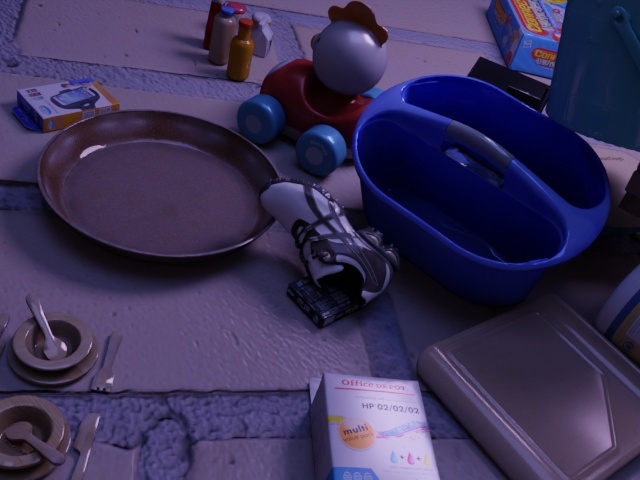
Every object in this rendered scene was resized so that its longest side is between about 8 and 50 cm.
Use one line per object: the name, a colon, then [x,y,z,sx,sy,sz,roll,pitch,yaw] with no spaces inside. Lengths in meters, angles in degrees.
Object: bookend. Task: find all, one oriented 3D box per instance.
bookend: [0.340,-0.260,1.367,0.157,0.072,0.156,25,40,9]

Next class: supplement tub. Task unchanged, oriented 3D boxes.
supplement tub: [0.454,0.125,0.885,0.144,0.144,0.199,-20,51,-37]

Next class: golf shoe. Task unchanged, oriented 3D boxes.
golf shoe: [0.000,0.000,0.877,0.198,0.077,0.094,33,50,5]

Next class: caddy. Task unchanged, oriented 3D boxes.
caddy: [0.200,-0.078,0.948,0.341,0.179,0.241,37,69,23]

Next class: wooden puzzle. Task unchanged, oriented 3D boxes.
wooden puzzle: [0.260,0.176,0.839,0.238,0.044,0.221,-20,51,-32]

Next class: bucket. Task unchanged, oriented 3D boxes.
bucket: [0.422,-0.220,0.896,0.281,0.183,0.281,7,25,-3]

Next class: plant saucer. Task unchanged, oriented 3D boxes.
plant saucer: [-0.204,-0.069,0.948,0.310,0.050,0.311,11,38,-8]

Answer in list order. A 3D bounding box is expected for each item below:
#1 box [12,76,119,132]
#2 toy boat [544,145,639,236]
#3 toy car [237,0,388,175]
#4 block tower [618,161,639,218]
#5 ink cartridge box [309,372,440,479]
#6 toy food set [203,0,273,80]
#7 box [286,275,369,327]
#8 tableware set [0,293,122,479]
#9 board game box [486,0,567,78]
box: [-0.372,-0.198,1.057,0.136,0.028,0.081,-21,52,-41]
toy boat: [0.435,-0.026,1.084,0.267,0.148,0.318,1,33,-28]
toy car: [0.018,-0.263,1.115,0.210,0.238,0.219,29,39,15]
block tower: [0.513,-0.092,0.994,0.097,0.091,0.335,36,33,28]
ink cartridge box: [0.049,0.193,0.715,0.104,0.062,0.181,8,39,-13]
toy food set: [-0.145,-0.392,1.315,0.111,0.104,0.232,18,38,1]
box: [0.011,0.066,0.889,0.083,0.018,0.067,-21,52,-39]
tableware set: [-0.265,0.135,0.685,0.128,0.039,0.194,10,39,-9]
board game box: [0.566,-0.473,1.698,0.302,0.086,0.308,11,39,-9]
